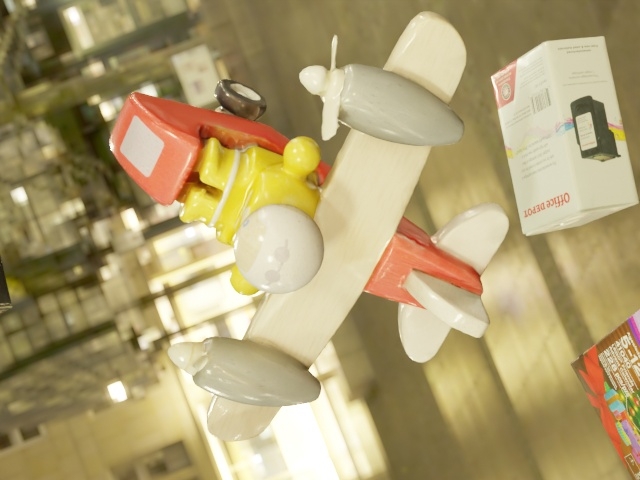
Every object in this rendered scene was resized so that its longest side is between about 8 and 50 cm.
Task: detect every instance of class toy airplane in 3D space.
[{"bbox_3d":[0.000,0.000,1.592,0.272,0.384,0.386,-51,-55,-71],"label":"toy airplane"}]

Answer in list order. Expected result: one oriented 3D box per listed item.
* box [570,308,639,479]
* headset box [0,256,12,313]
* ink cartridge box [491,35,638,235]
[{"bbox_3d":[0.301,0.181,1.145,0.293,0.057,0.201,63,162,13],"label":"box"},{"bbox_3d":[-0.429,-0.010,1.476,0.131,0.283,0.246,0,-110,-48],"label":"headset box"},{"bbox_3d":[0.245,-0.104,1.610,0.127,0.072,0.175,153,108,-67],"label":"ink cartridge box"}]
